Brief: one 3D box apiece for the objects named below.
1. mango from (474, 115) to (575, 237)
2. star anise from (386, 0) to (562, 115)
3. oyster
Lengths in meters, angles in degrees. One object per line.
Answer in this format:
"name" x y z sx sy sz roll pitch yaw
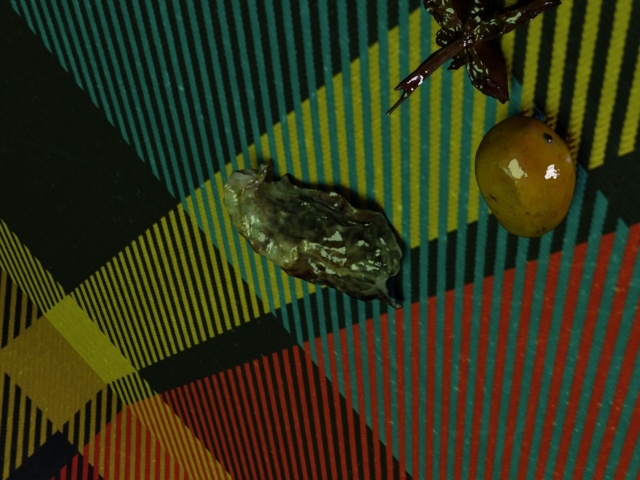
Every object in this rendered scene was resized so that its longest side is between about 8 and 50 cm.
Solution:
"mango" 0.238 -0.067 0.959 0.115 0.089 0.165 7 133 43
"star anise" 0.142 -0.205 0.874 0.158 0.144 0.140 31 134 21
"oyster" -0.004 0.007 1.272 0.271 0.100 0.275 -6 118 30
